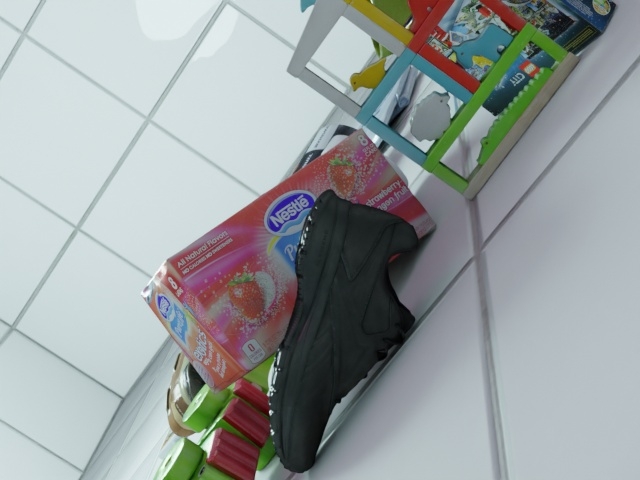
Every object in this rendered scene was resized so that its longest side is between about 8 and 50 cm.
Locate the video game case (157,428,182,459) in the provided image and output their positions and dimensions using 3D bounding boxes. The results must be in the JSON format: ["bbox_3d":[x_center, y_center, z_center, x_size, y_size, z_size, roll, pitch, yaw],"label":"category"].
[{"bbox_3d":[-0.227,0.295,2.040,0.206,0.026,0.227,-52,10,27],"label":"video game case"}]

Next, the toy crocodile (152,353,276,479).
[{"bbox_3d":[-0.101,0.232,1.192,0.105,0.115,0.340,-52,8,22],"label":"toy crocodile"}]

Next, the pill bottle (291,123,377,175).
[{"bbox_3d":[0.003,-0.074,1.785,0.130,0.130,0.246,-45,13,53],"label":"pill bottle"}]

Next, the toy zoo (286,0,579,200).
[{"bbox_3d":[0.099,-0.201,1.114,0.192,0.293,0.030,-53,8,13],"label":"toy zoo"}]

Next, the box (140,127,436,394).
[{"bbox_3d":[-0.036,0.021,1.207,0.300,0.154,0.142,-35,-3,-28],"label":"box"}]

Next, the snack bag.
[{"bbox_3d":[0.079,-0.178,2.109,0.323,0.037,0.342,-51,8,33],"label":"snack bag"}]

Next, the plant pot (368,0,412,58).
[{"bbox_3d":[0.193,-0.435,1.514,0.293,0.275,0.275,-15,12,2],"label":"plant pot"}]

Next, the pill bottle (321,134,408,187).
[{"bbox_3d":[0.000,0.000,1.403,0.265,0.153,0.153,-58,8,-13],"label":"pill bottle"}]

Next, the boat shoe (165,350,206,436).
[{"bbox_3d":[-0.209,0.228,1.843,0.120,0.122,0.324,-52,8,21],"label":"boat shoe"}]

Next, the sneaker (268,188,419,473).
[{"bbox_3d":[0.022,0.099,1.040,0.109,0.130,0.286,-90,13,-81],"label":"sneaker"}]

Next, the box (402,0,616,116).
[{"bbox_3d":[0.198,-0.243,1.182,0.044,0.159,0.233,-60,9,-24],"label":"box"}]
